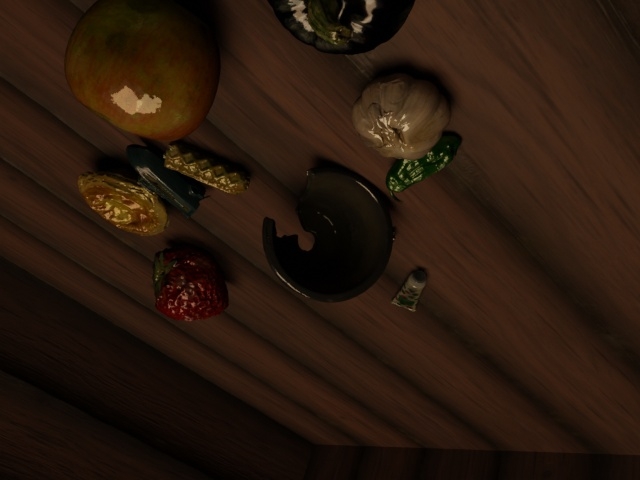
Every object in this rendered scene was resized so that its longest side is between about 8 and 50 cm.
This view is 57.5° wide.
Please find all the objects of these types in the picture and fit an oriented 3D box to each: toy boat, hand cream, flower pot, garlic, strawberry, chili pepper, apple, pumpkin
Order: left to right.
[{"bbox_3d":[-0.388,-0.393,1.311,0.340,0.339,0.339,15,147,10],"label":"apple"},{"bbox_3d":[-0.499,-0.200,1.858,0.122,0.114,0.296,-22,129,37],"label":"toy boat"},{"bbox_3d":[-0.492,0.170,2.269,0.310,0.291,0.292,3,153,-21],"label":"strawberry"},{"bbox_3d":[0.000,0.000,1.697,0.379,0.379,0.251,29,164,-12],"label":"flower pot"},{"bbox_3d":[0.023,-0.454,1.035,0.296,0.296,0.296,15,147,10],"label":"pumpkin"},{"bbox_3d":[0.177,-0.273,1.325,0.228,0.152,0.228,10,150,6],"label":"garlic"},{"bbox_3d":[0.310,0.179,2.007,0.095,0.059,0.276,20,152,6],"label":"hand cream"},{"bbox_3d":[0.248,-0.188,1.479,0.100,0.074,0.257,34,145,-19],"label":"chili pepper"}]

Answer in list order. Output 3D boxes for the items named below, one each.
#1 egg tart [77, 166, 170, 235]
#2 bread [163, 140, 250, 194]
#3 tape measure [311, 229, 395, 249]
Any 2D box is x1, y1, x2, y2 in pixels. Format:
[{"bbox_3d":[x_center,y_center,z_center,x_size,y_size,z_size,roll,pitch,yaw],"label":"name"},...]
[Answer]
[{"bbox_3d":[-0.665,-0.149,2.013,0.341,0.132,0.341,16,148,10],"label":"egg tart"},{"bbox_3d":[-0.340,-0.216,1.767,0.269,0.087,0.098,23,147,-1],"label":"bread"},{"bbox_3d":[0.088,0.039,1.893,0.215,0.098,0.351,23,145,-4],"label":"tape measure"}]
